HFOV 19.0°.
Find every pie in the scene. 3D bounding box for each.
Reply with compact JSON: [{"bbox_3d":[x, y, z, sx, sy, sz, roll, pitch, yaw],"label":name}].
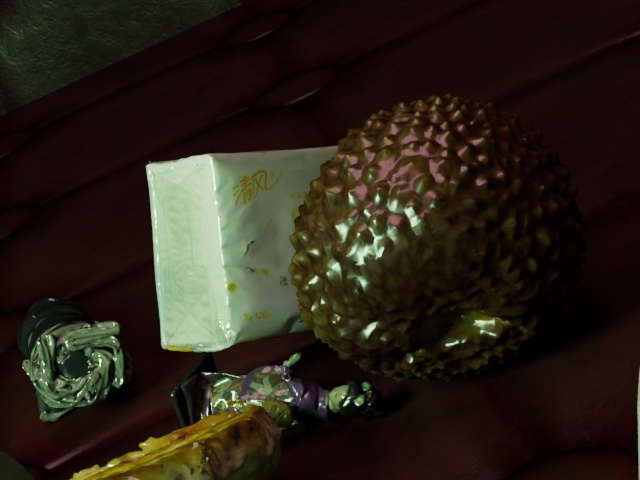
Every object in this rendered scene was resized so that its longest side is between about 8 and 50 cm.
[{"bbox_3d":[-0.175,0.226,1.593,0.315,0.092,0.315,-22,-3,-1],"label":"pie"}]

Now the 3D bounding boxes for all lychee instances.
[{"bbox_3d":[0.102,-0.010,1.712,0.267,0.267,0.267,-22,19,8],"label":"lychee"}]

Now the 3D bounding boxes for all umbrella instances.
[{"bbox_3d":[-0.279,0.122,2.126,0.113,0.106,0.358,-18,10,-11],"label":"umbrella"}]

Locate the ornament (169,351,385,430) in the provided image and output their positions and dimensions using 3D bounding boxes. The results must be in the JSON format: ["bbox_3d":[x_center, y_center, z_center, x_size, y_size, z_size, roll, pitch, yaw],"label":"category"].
[{"bbox_3d":[-0.035,0.140,1.759,0.203,0.081,0.088,-12,23,33],"label":"ornament"}]

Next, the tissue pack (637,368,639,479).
[{"bbox_3d":[0.312,0.133,1.335,0.186,0.090,0.222,-17,20,17],"label":"tissue pack"}]

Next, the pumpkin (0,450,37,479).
[{"bbox_3d":[-0.280,0.299,1.327,0.197,0.293,0.263,-23,37,13],"label":"pumpkin"}]

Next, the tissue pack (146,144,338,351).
[{"bbox_3d":[-0.042,0.003,1.862,0.225,0.185,0.124,-7,1,-40],"label":"tissue pack"}]
